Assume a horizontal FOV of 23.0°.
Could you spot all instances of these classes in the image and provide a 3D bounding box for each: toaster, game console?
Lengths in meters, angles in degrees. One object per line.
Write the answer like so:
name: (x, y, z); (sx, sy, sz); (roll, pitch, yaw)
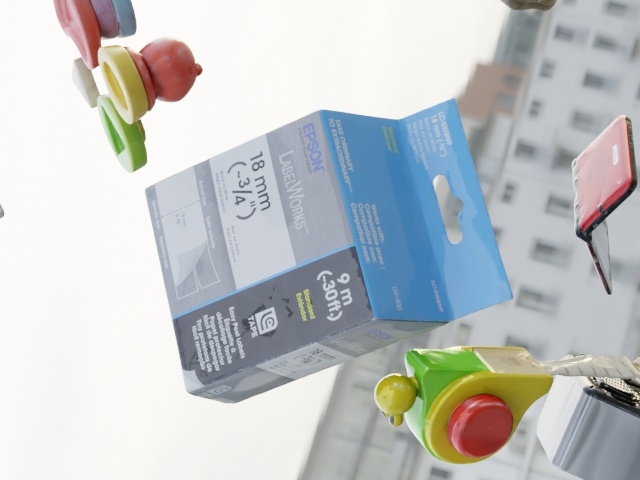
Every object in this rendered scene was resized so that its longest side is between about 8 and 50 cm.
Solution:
toaster: (0.351, 0.221, 1.799); (0.185, 0.168, 0.110); (-95, 28, -80)
game console: (0.312, -0.039, 1.651); (0.124, 0.085, 0.144); (-47, 18, 31)

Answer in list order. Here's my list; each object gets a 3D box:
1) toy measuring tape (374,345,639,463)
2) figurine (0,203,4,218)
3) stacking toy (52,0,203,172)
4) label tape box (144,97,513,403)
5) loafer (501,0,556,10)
toy measuring tape: (0.200, 0.174, 1.636); (0.121, 0.330, 0.121); (-13, 76, 63)
figurine: (-0.532, -0.059, 2.090); (0.209, 0.215, 0.092); (-119, 12, -48)
stacking toy: (-0.293, -0.274, 2.433); (0.130, 0.309, 0.279); (-23, -30, -16)
label tape box: (0.000, 0.000, 1.620); (0.106, 0.334, 0.240); (28, -137, -60)
loafer: (0.285, -0.337, 2.085); (0.050, 0.056, 0.148); (-53, -14, 31)
